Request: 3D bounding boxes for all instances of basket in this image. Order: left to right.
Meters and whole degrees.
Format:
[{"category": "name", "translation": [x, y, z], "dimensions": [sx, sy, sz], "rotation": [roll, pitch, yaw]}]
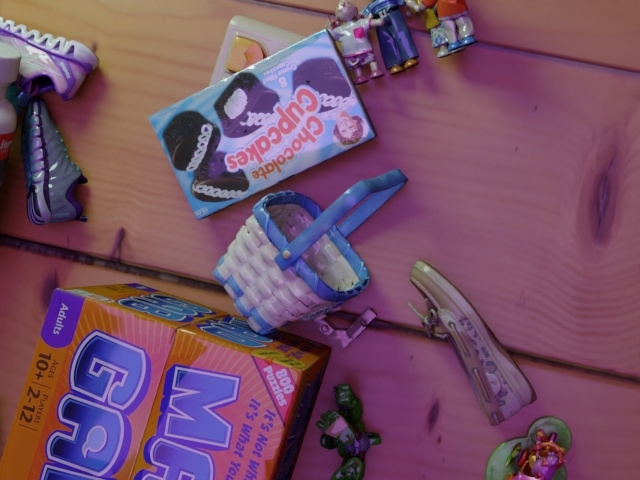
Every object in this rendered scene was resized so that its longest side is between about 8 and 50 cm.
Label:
[{"category": "basket", "translation": [0.000, 0.000, 1.484], "dimensions": [0.201, 0.255, 0.289], "rotation": [47, 112, 9]}]

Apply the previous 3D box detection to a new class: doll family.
[{"category": "doll family", "translation": [0.137, -0.361, 1.555], "dimensions": [0.263, 0.118, 0.163], "rotation": [-16, 93, 24]}]

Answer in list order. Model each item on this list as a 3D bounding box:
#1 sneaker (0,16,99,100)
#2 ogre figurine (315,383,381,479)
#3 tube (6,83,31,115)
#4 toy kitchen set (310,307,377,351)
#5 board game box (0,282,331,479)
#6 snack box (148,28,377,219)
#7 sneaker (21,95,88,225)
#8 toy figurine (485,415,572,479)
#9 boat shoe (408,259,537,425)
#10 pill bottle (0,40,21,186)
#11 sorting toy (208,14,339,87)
[{"category": "sneaker", "translation": [-0.493, -0.298, 1.611], "dimensions": [0.236, 0.095, 0.105], "rotation": [18, 82, 6]}, {"category": "ogre figurine", "translation": [0.045, 0.324, 1.531], "dimensions": [0.096, 0.118, 0.197], "rotation": [-22, 85, 9]}, {"category": "tube", "translation": [-0.589, -0.287, 1.653], "dimensions": [0.207, 0.052, 0.080], "rotation": [37, 97, 1]}, {"category": "toy kitchen set", "translation": [0.037, 0.126, 1.561], "dimensions": [0.075, 0.068, 0.083], "rotation": [45, 93, 5]}, {"category": "board game box", "translation": [-0.220, 0.286, 1.440], "dimensions": [0.356, 0.356, 0.356], "rotation": [18, 91, 6]}, {"category": "snack box", "translation": [-0.092, -0.183, 1.556], "dimensions": [0.322, 0.060, 0.187], "rotation": [-25, 93, 11]}, {"category": "sneaker", "translation": [-0.446, -0.132, 1.632], "dimensions": [0.098, 0.083, 0.224], "rotation": [0, 76, -30]}, {"category": "toy figurine", "translation": [0.333, 0.358, 1.478], "dimensions": [0.130, 0.159, 0.173], "rotation": [32, 91, 6]}, {"category": "boat shoe", "translation": [0.223, 0.158, 1.522], "dimensions": [0.089, 0.104, 0.285], "rotation": [-38, 86, 1]}, {"category": "pill bottle", "translation": [-0.602, -0.144, 1.532], "dimensions": [0.210, 0.210, 0.363], "rotation": [21, 105, 6]}, {"category": "sorting toy", "translation": [-0.089, -0.251, 1.599], "dimensions": [0.193, 0.038, 0.208], "rotation": [19, 91, 7]}]
